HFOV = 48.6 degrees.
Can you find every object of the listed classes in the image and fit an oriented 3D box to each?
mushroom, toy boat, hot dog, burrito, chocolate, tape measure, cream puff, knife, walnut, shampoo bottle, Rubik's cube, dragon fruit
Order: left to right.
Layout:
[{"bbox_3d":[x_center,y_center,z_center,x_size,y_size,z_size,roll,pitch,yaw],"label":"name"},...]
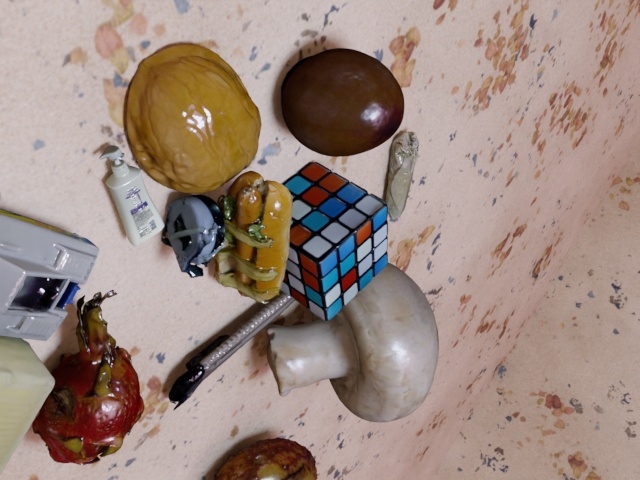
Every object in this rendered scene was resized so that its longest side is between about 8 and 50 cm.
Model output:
[{"bbox_3d":[-0.349,0.023,0.677,0.129,0.088,0.295,-59,150,2],"label":"toy boat"},{"bbox_3d":[-0.283,0.169,0.878,0.125,0.125,0.246,-15,122,-45],"label":"dragon fruit"},{"bbox_3d":[-0.224,-0.056,0.840,0.049,0.034,0.141,-34,142,-23],"label":"shampoo bottle"},{"bbox_3d":[-0.163,-0.013,0.916,0.054,0.091,0.094,-11,144,-43],"label":"tape measure"},{"bbox_3d":[-0.136,-0.129,0.848,0.167,0.087,0.211,-49,148,-7],"label":"walnut"},{"bbox_3d":[-0.095,0.001,0.968,0.072,0.109,0.269,-59,168,-34],"label":"hot dog"},{"bbox_3d":[-0.114,0.140,1.171,0.365,0.043,0.089,-40,178,-31],"label":"knife"},{"bbox_3d":[-0.118,0.480,1.353,0.240,0.164,0.240,-42,161,-18],"label":"cream puff"},{"bbox_3d":[0.000,0.000,1.091,0.154,0.155,0.151,-41,145,-26],"label":"Rubik's cube"},{"bbox_3d":[0.037,-0.183,0.978,0.177,0.177,0.176,-35,143,-33],"label":"chocolate"},{"bbox_3d":[0.053,0.183,1.235,0.290,0.297,0.297,-15,133,-19],"label":"mushroom"},{"bbox_3d":[0.148,-0.113,1.309,0.058,0.045,0.188,-26,139,-31],"label":"burrito"}]

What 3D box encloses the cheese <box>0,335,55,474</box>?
[{"bbox_3d":[-0.433,0.190,0.675,0.242,0.124,0.265,-62,148,-1],"label":"cheese"}]
